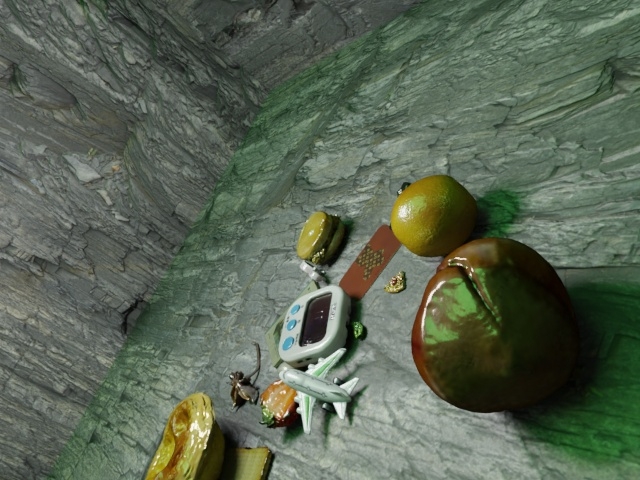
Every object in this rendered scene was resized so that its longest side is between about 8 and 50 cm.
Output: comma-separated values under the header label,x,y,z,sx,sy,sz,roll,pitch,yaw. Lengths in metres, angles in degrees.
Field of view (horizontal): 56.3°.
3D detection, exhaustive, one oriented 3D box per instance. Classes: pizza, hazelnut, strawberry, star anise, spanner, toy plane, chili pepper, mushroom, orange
label,x,y,z,sx,sy,sz,roll,pitch,yaw
pizza,0.221,0.119,1.774,0.083,0.025,0.078,-18,46,51
hazelnut,0.343,0.173,1.206,0.372,0.315,0.372,-54,-3,-5
strawberry,-0.107,0.485,1.784,0.141,0.085,0.192,-12,38,16
star anise,-0.245,0.475,2.124,0.227,0.219,0.148,-24,-40,-48
spanner,0.263,-0.120,2.007,0.046,0.012,0.208,-23,38,46
toy plane,-0.011,0.416,1.681,0.255,0.101,0.251,8,64,39
chili pepper,0.110,0.263,1.780,0.091,0.030,0.034,-119,43,-64
mushroom,-0.093,0.421,1.890,0.085,0.085,0.079,-11,91,54
orange,0.309,-0.065,1.636,0.236,0.236,0.236,-39,29,27

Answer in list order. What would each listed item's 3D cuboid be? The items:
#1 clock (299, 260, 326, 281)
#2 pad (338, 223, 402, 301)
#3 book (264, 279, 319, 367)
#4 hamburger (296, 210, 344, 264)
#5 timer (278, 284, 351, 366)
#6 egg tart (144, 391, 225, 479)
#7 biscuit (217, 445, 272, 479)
label,x,y,z,sx,sy,sz,roll,pitch,yaw
clock,-0.022,0.115,2.112,0.041,0.087,0.129,-56,27,4
pad,0.165,0.069,1.955,0.267,0.004,0.181,-53,26,-1
book,-0.089,0.287,2.084,0.282,0.025,0.215,-50,27,10
hamburger,0.000,0.000,2.180,0.189,0.122,0.215,-25,41,51
timer,-0.013,0.271,1.862,0.237,0.087,0.262,-22,37,29
egg tart,-0.422,0.709,1.912,0.443,0.178,0.443,-49,23,29
biscuit,-0.239,0.712,1.808,0.255,0.029,0.172,-22,41,48
